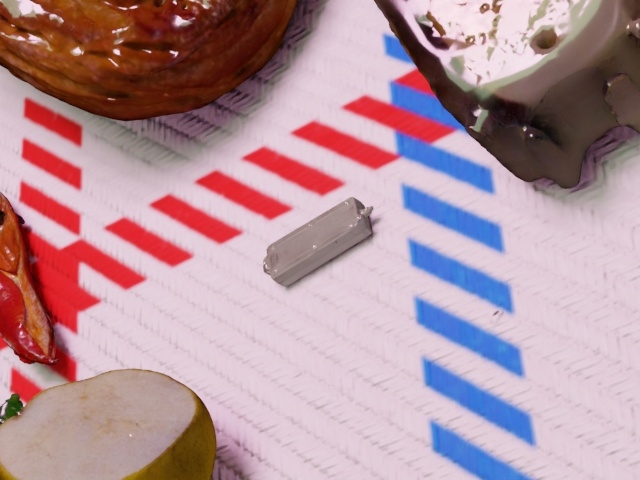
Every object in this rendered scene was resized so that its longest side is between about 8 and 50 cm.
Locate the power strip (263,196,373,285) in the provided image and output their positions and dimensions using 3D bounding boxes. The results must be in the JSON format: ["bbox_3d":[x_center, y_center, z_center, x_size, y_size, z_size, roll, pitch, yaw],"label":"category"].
[{"bbox_3d":[0.000,0.000,1.009,0.083,0.017,0.027,-30,49,23],"label":"power strip"}]

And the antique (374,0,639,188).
[{"bbox_3d":[0.099,-0.161,0.953,0.125,0.150,0.284,-38,53,15],"label":"antique"}]

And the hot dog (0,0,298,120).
[{"bbox_3d":[-0.176,-0.237,1.187,0.267,0.174,0.387,-42,44,-11],"label":"hot dog"}]

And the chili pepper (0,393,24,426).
[{"bbox_3d":[-0.311,0.160,1.140,0.279,0.065,0.122,2,57,39],"label":"chili pepper"}]

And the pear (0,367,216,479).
[{"bbox_3d":[-0.126,0.150,0.960,0.141,0.104,0.141,-6,33,4],"label":"pear"}]

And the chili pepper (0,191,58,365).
[{"bbox_3d":[-0.239,0.017,1.183,0.268,0.059,0.050,53,140,42],"label":"chili pepper"}]
